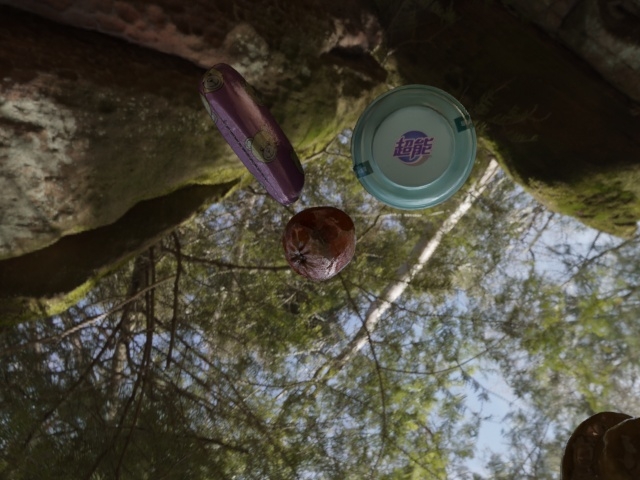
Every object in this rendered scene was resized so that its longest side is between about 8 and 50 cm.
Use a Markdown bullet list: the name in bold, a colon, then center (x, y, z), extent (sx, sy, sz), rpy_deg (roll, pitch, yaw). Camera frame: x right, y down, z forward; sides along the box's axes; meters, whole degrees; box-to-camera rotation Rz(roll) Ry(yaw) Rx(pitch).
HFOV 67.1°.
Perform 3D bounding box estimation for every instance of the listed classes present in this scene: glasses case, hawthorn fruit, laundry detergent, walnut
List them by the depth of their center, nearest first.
- **walnut**: center (0.658, 0.535, 0.930), extent (0.384, 0.383, 0.383), rpy_deg (12, -128, -16)
- **glasses case**: center (-0.130, -0.210, 0.987), extent (0.316, 0.076, 0.123), rpy_deg (54, -144, -29)
- **hawthorn fruit**: center (0.000, 0.000, 1.096), extent (0.173, 0.173, 0.172), rpy_deg (12, -128, -16)
- **laundry detergent**: center (0.223, -0.223, 1.184), extent (0.287, 0.287, 0.305), rpy_deg (35, -167, 2)
